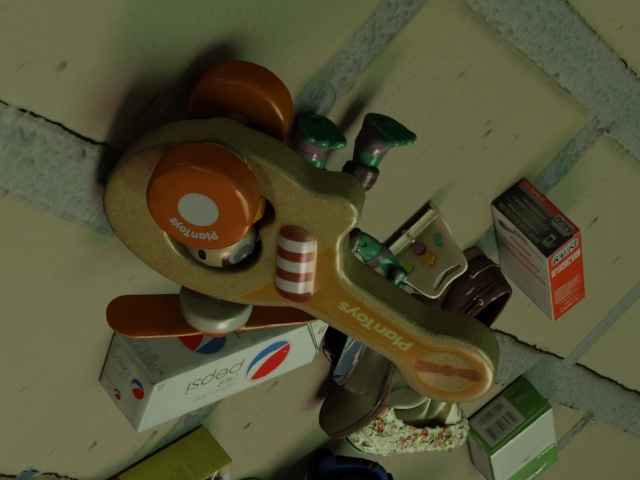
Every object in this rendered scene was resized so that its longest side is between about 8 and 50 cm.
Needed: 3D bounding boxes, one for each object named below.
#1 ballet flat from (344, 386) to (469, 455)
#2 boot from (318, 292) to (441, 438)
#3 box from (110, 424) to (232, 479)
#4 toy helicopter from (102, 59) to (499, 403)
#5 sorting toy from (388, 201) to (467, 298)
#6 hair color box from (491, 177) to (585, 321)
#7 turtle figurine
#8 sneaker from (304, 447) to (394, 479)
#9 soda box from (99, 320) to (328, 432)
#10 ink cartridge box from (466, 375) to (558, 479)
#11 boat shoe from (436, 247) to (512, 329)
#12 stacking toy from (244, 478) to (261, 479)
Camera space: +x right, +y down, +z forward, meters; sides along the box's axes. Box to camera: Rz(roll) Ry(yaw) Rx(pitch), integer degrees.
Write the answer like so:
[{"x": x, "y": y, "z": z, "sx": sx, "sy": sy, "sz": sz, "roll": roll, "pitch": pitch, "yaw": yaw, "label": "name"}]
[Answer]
[{"x": 0.118, "y": 0.207, "z": 2.063, "sx": 0.241, "sy": 0.091, "sz": 0.077, "roll": -2, "pitch": 130, "yaw": -56, "label": "ballet flat"}, {"x": 0.029, "y": 0.129, "z": 1.870, "sx": 0.106, "sy": 0.082, "sz": 0.219, "roll": 12, "pitch": 129, "yaw": -32, "label": "boot"}, {"x": -0.200, "y": 0.282, "z": 1.776, "sx": 0.232, "sy": 0.058, "sz": 0.087, "roll": -29, "pitch": 150, "yaw": -24, "label": "box"}, {"x": -0.017, "y": 0.037, "z": 1.405, "sx": 0.235, "sy": 0.355, "sz": 0.140, "roll": -47, "pitch": -163, "yaw": 40, "label": "toy helicopter"}, {"x": 0.110, "y": 0.019, "z": 1.785, "sx": 0.083, "sy": 0.075, "sz": 0.045, "roll": -43, "pitch": 153, "yaw": 1, "label": "sorting toy"}, {"x": 0.244, "y": 0.013, "z": 1.938, "sx": 0.053, "sy": 0.093, "sz": 0.167, "roll": -39, "pitch": 154, "yaw": -9, "label": "hair color box"}, {"x": 0.000, "y": 0.000, "z": 1.566, "sx": 0.175, "sy": 0.118, "sz": 0.234, "roll": -20, "pitch": 133, "yaw": -50, "label": "turtle figurine"}, {"x": 0.036, "y": 0.344, "z": 2.085, "sx": 0.315, "sy": 0.127, "sz": 0.182, "roll": 16, "pitch": 94, "yaw": -78, "label": "sneaker"}, {"x": -0.096, "y": 0.101, "z": 1.636, "sx": 0.216, "sy": 0.069, "sz": 0.074, "roll": -19, "pitch": 146, "yaw": -37, "label": "soda box"}, {"x": 0.262, "y": 0.276, "z": 2.385, "sx": 0.109, "sy": 0.062, "sz": 0.209, "roll": -38, "pitch": 153, "yaw": -9, "label": "ink cartridge box"}, {"x": 0.156, "y": 0.103, "z": 1.978, "sx": 0.073, "sy": 0.073, "sz": 0.207, "roll": -23, "pitch": 149, "yaw": -35, "label": "boat shoe"}, {"x": -0.152, "y": 0.420, "z": 1.964, "sx": 0.309, "sy": 0.130, "sz": 0.279, "roll": -6, "pitch": 136, "yaw": -51, "label": "stacking toy"}]
